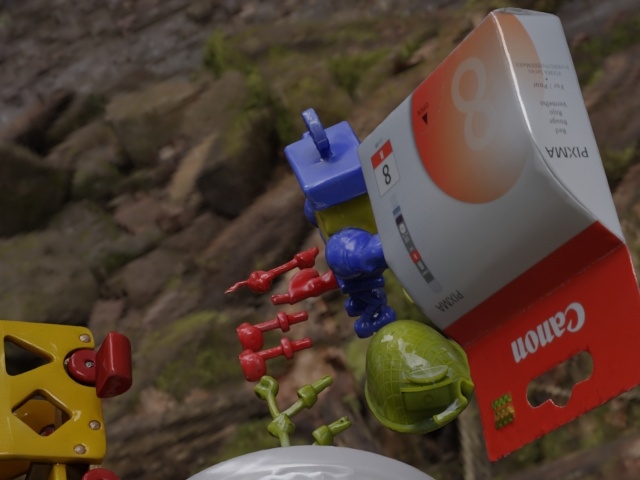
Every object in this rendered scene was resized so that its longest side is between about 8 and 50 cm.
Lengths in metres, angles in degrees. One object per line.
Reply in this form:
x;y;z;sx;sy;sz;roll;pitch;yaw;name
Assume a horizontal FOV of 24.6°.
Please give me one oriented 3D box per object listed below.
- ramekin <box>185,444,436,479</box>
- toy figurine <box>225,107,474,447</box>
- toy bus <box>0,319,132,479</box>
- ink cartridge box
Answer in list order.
-0.010;0.283;1.020;0.273;0.273;0.127;-23;31;12;ramekin
0.000;0.000;1.271;0.191;0.217;0.362;-15;25;-3;toy figurine
-0.194;0.149;0.954;0.104;0.191;0.202;7;-3;-21;toy bus
0.081;0.003;0.702;0.045;0.179;0.145;1;-24;-27;ink cartridge box
